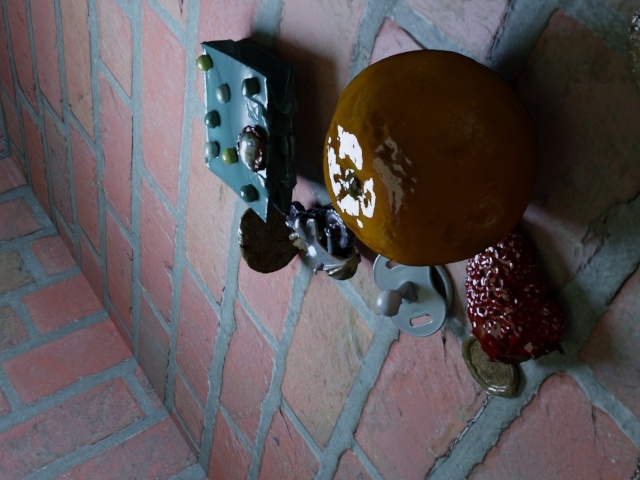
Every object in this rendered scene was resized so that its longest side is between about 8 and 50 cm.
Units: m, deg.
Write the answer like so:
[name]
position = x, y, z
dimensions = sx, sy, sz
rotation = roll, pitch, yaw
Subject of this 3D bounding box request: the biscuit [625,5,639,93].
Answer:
[biscuit]
position = 0.351, -0.174, 0.753
dimensions = 0.152, 0.020, 0.152
rotation = 37, 139, 40

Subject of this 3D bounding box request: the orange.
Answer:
[orange]
position = 0.129, -0.098, 0.968
dimensions = 0.261, 0.261, 0.261
rotation = 39, 142, 40

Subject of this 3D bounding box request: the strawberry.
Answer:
[strawberry]
position = 0.229, 0.076, 1.079
dimensions = 0.208, 0.087, 0.167
rotation = 64, 153, 8

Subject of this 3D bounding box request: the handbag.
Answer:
[handbag]
position = -0.136, -0.203, 1.409
dimensions = 0.274, 0.100, 0.269
rotation = 47, 140, 50

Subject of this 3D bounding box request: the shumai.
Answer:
[shumai]
position = -0.107, -0.005, 1.562
dimensions = 0.139, 0.123, 0.105
rotation = 56, 164, -9

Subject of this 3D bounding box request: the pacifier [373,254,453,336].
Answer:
[pacifier]
position = 0.131, 0.082, 1.226
dimensions = 0.126, 0.116, 0.150
rotation = -13, 97, 35

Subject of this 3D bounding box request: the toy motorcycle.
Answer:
[toy motorcycle]
position = 0.001, 0.000, 1.403
dimensions = 0.229, 0.094, 0.130
rotation = 12, 123, 62

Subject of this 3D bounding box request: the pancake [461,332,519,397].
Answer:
[pancake]
position = 0.250, 0.184, 1.202
dimensions = 0.115, 0.011, 0.115
rotation = 42, 145, 39
